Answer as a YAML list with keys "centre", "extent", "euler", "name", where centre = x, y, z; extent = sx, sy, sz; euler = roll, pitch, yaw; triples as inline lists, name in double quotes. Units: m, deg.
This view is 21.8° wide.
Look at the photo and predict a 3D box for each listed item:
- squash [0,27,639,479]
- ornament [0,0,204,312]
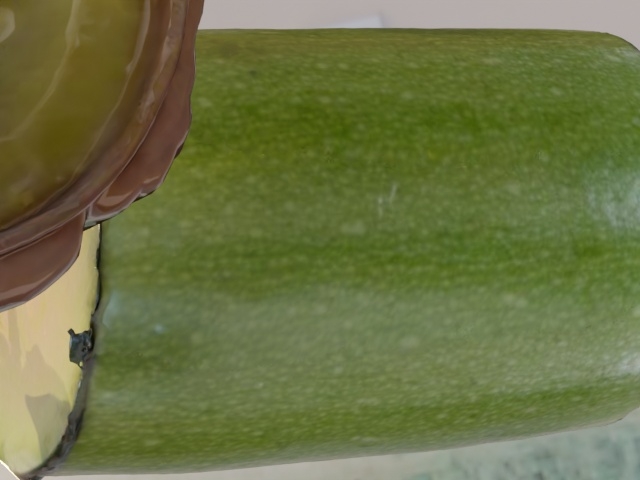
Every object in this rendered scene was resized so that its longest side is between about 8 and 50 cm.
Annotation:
- centre: [0.000, 0.000, 0.989]
  extent: [0.263, 0.384, 0.263]
  euler: [177, 90, -66]
  name: "squash"
- centre: [-0.158, -0.040, 0.386]
  extent: [0.235, 0.218, 0.221]
  euler: [36, -124, -27]
  name: "ornament"
